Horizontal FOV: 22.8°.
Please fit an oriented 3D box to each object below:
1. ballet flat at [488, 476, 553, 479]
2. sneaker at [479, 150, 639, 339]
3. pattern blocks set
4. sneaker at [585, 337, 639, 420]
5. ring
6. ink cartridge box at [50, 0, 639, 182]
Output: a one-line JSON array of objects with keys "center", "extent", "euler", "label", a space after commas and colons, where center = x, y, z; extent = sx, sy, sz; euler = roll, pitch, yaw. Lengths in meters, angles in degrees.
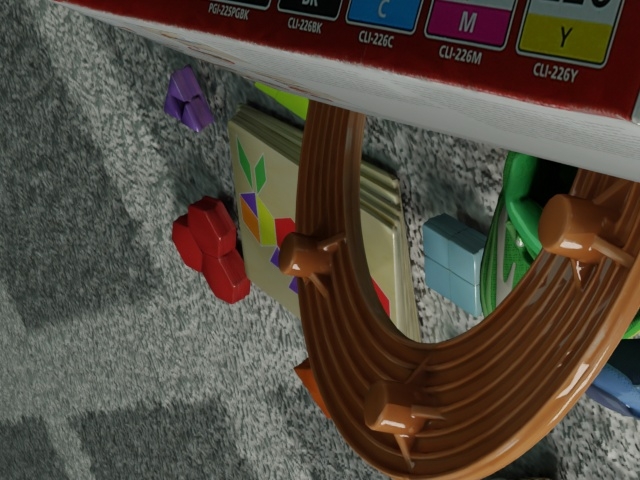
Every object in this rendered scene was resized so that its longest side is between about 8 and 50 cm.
[{"center": [0.098, 0.194, 0.998], "extent": [0.206, 0.073, 0.067], "euler": [103, 147, -46], "label": "ballet flat"}, {"center": [0.119, -0.026, 0.701], "extent": [0.109, 0.123, 0.295], "euler": [52, 151, 18], "label": "sneaker"}, {"center": [0.000, 0.000, 1.030], "extent": [0.325, 0.026, 0.285], "euler": [42, 146, 34], "label": "pattern blocks set"}, {"center": [0.184, 0.051, 0.707], "extent": [0.144, 0.053, 0.059], "euler": [1, 113, 26], "label": "sneaker"}, {"center": [0.054, -0.065, 0.675], "extent": [0.336, 0.032, 0.337], "euler": [-168, 90, -68], "label": "ring"}, {"center": [0.069, -0.171, 0.509], "extent": [0.309, 0.130, 0.272], "euler": [19, 91, 51], "label": "ink cartridge box"}]
